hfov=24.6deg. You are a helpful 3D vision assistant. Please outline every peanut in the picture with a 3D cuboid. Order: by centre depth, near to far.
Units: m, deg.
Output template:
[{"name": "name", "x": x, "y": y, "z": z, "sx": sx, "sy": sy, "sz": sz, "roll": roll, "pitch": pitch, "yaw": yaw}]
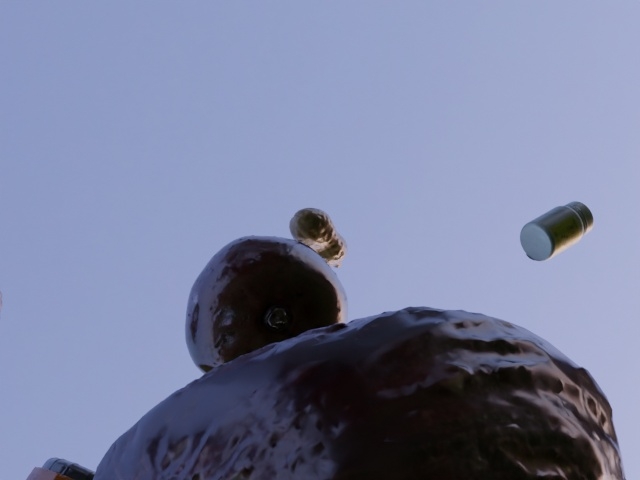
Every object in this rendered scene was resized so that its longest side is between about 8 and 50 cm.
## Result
[{"name": "peanut", "x": 0.000, "y": 0.000, "z": 1.224, "sx": 0.037, "sy": 0.037, "sz": 0.083, "roll": -54, "pitch": -33, "yaw": -17}]

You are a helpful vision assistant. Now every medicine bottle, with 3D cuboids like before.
[{"name": "medicine bottle", "x": 0.262, "y": -0.011, "z": 1.621, "sx": 0.083, "sy": 0.047, "sz": 0.047, "roll": -26, "pitch": -75, "yaw": -38}]

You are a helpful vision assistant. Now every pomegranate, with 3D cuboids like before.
[{"name": "pomegranate", "x": -0.044, "y": 0.051, "z": 1.155, "sx": 0.129, "sy": 0.159, "sz": 0.129, "roll": -3, "pitch": -63, "yaw": -7}]

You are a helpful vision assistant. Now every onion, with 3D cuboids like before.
[{"name": "onion", "x": 0.040, "y": 0.153, "z": 0.597, "sx": 0.216, "sy": 0.207, "sz": 0.206, "roll": 20, "pitch": -137, "yaw": -40}]

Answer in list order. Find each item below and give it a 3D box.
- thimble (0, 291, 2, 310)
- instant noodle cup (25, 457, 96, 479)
[{"name": "thimble", "x": -0.305, "y": 0.066, "z": 1.211, "sx": 0.066, "sy": 0.095, "sz": 0.104, "roll": 24, "pitch": -60, "yaw": 2}, {"name": "instant noodle cup", "x": -0.205, "y": 0.262, "z": 1.238, "sx": 0.178, "sy": 0.208, "sz": 0.125, "roll": 28, "pitch": -108, "yaw": -7}]
